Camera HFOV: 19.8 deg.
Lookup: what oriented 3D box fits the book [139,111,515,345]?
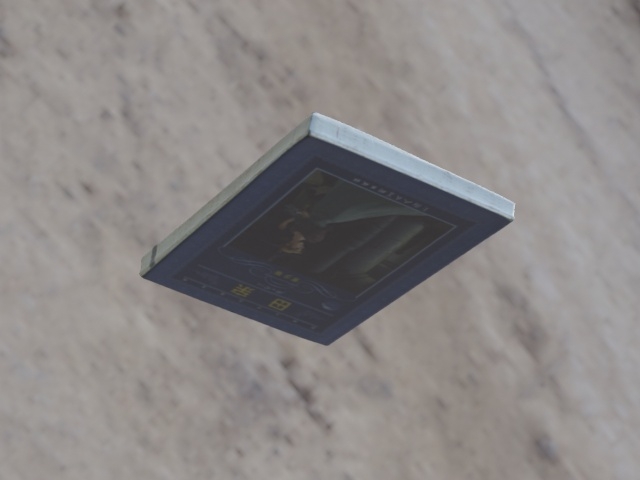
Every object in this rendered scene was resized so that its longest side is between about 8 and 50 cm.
[{"bbox_3d":[0.000,0.000,1.467,0.191,0.269,0.025,23,54,-25],"label":"book"}]
